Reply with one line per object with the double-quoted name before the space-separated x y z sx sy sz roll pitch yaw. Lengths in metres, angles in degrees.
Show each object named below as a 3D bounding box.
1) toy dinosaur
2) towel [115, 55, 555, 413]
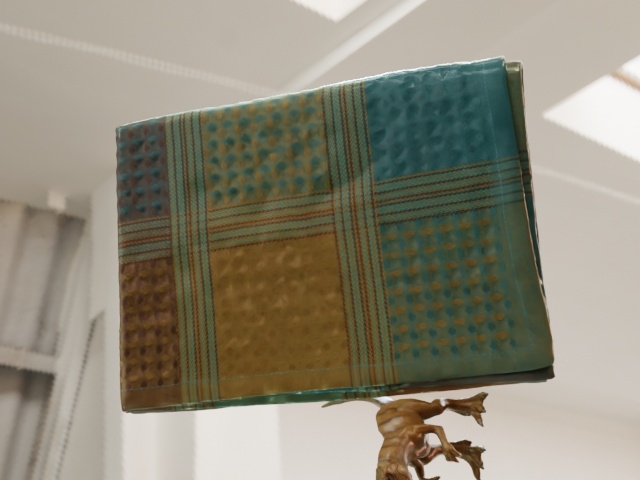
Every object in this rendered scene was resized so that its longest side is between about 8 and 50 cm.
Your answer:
"toy dinosaur" 0.066 0.138 0.906 0.112 0.211 0.064 6 -80 -5
"towel" 0.000 0.000 0.991 0.040 0.370 0.271 34 -129 -66
